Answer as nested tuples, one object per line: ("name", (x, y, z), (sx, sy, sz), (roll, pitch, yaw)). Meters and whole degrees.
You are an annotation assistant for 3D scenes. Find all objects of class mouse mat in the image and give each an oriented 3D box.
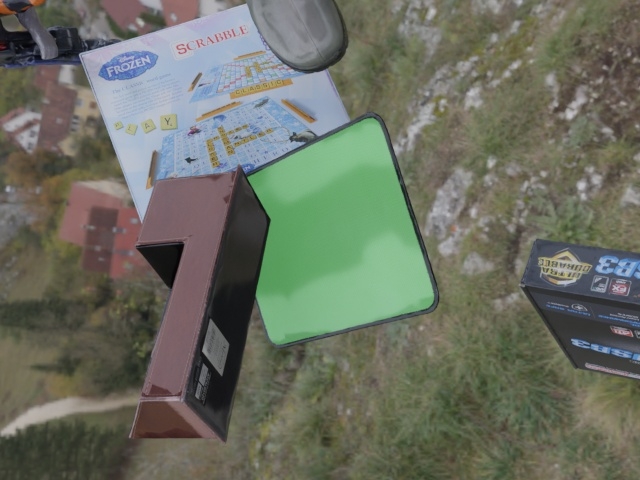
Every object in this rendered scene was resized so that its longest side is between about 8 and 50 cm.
("mouse mat", (0.000, 0.000, 0.596), (0.190, 0.007, 0.152), (-20, 86, 42))

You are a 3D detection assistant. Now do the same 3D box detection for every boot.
("boot", (-0.069, -0.280, 0.710), (0.083, 0.161, 0.246), (-30, 76, 12))

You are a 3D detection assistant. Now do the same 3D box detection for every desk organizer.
("desk organizer", (-0.065, 0.029, 0.370), (0.050, 0.047, 0.130), (-5, 52, 18))

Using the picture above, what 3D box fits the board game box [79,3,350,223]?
("board game box", (-0.128, -0.159, 1.052), (0.066, 0.319, 0.318), (110, 139, -73))

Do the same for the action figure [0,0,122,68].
("action figure", (-0.406, -0.320, 0.979), (0.330, 0.341, 0.178), (-19, 85, 48))

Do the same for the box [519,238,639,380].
("box", (0.427, 0.109, 0.914), (0.295, 0.293, 0.073), (9, 67, 35))
